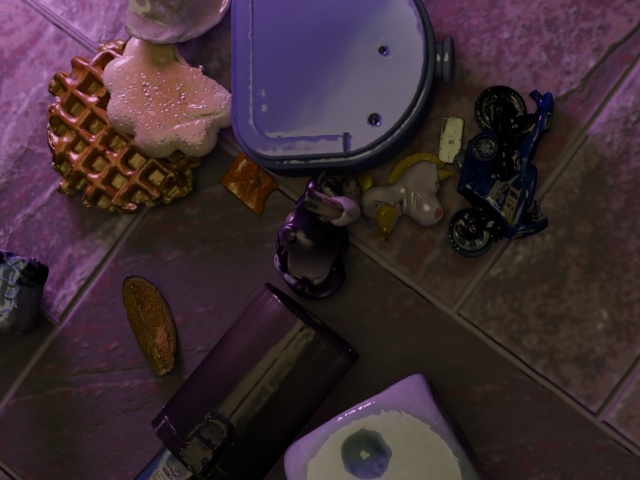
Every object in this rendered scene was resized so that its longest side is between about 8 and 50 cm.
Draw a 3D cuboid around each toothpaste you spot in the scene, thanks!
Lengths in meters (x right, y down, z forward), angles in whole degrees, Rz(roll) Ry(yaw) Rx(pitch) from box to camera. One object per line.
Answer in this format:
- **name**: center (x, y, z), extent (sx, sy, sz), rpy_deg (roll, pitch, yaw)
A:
- **toothpaste**: center (-0.317, 0.462, 1.872), extent (0.099, 0.061, 0.392), rpy_deg (45, 91, 4)

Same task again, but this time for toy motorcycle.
- **toy motorcycle**: center (0.313, -0.111, 1.805), extent (0.168, 0.113, 0.316), rpy_deg (17, 78, -7)

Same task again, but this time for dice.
- **dice**: center (0.114, 0.381, 1.707), extent (0.264, 0.268, 0.263), rpy_deg (-31, 81, 6)

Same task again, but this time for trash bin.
- **trash bin**: center (-0.103, 0.242, 1.759), extent (0.203, 0.252, 0.301), rpy_deg (39, 89, 9)

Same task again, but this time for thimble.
- **thimble**: center (-0.585, 0.082, 1.867), extent (0.237, 0.237, 0.150), rpy_deg (10, 86, 10)

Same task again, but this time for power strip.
- **power strip**: center (0.226, -0.173, 1.872), extent (0.040, 0.016, 0.090), rpy_deg (5, 86, 13)

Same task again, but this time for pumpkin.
- **pumpkin**: center (-0.128, -0.100, 1.912), extent (0.101, 0.035, 0.073), rpy_deg (38, 94, 8)

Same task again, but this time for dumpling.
- **dumpling**: center (-0.247, -0.441, 1.911), extent (0.179, 0.131, 0.252), rpy_deg (22, 55, -6)

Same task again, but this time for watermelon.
- **watermelon**: center (-0.308, 0.150, 1.891), extent (0.075, 0.092, 0.182), rpy_deg (-22, 90, 20)

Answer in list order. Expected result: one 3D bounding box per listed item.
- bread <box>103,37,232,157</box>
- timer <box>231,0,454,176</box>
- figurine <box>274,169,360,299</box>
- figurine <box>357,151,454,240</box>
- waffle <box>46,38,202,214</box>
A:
- **bread**: center (-0.275, -0.242, 1.878), extent (0.251, 0.039, 0.182), rpy_deg (41, 83, 12)
- **timer**: center (0.039, -0.295, 1.834), extent (0.394, 0.173, 0.395), rpy_deg (-1, 83, 10)
- **figurine**: center (0.000, 0.000, 1.821), extent (0.145, 0.145, 0.222), rpy_deg (35, 129, 11)
- **figurine**: center (0.148, -0.079, 1.840), extent (0.178, 0.109, 0.130), rpy_deg (-19, 70, 0)
- **waffle**: center (-0.349, -0.208, 1.942), extent (0.302, 0.068, 0.325), rpy_deg (-6, 85, 9)
